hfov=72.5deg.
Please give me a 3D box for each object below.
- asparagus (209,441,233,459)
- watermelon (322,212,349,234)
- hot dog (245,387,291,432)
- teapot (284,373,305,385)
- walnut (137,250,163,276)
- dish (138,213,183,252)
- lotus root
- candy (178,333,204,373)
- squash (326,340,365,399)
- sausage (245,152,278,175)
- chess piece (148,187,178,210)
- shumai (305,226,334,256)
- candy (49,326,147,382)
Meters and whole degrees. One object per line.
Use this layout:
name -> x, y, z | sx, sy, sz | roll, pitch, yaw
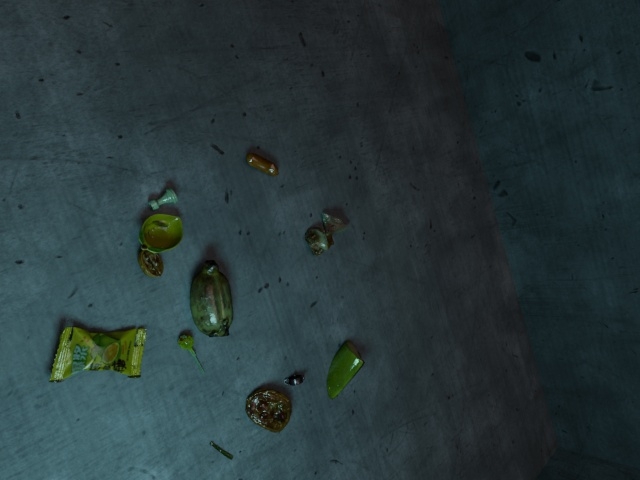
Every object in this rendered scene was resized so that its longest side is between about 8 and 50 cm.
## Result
asparagus -> -0.403, 0.852, 1.770 | 0.127, 0.018, 0.015 | 47, 25, -23
watermelon -> 0.078, -0.076, 2.217 | 0.155, 0.080, 0.101 | 15, 84, -51
hot dog -> -0.215, 0.728, 1.878 | 0.227, 0.099, 0.161 | 31, 66, -27
teapot -> -0.117, 0.629, 1.983 | 0.100, 0.068, 0.045 | -11, 87, -3
walnut -> -0.650, 0.090, 1.655 | 0.121, 0.052, 0.091 | 64, 28, -5
dish -> -0.616, -0.015, 1.666 | 0.149, 0.080, 0.208 | 47, 46, -7
lotus root -> -0.430, 0.231, 1.744 | 0.173, 0.173, 0.309 | -6, 88, -37
candy -> -0.504, 0.454, 1.730 | 0.058, 0.062, 0.194 | -34, 114, -32
squash -> 0.086, 0.635, 2.162 | 0.093, 0.169, 0.252 | 35, 99, -25
sausage -> -0.268, -0.350, 1.998 | 0.183, 0.054, 0.062 | 21, 104, -35
chess piece -> -0.618, -0.157, 1.709 | 0.103, 0.067, 0.067 | -34, 105, -26
shumai -> 0.002, -0.003, 2.116 | 0.145, 0.116, 0.146 | 4, 83, -35
candy -> -0.762, 0.395, 1.523 | 0.297, 0.081, 0.187 | 16, 75, -46
